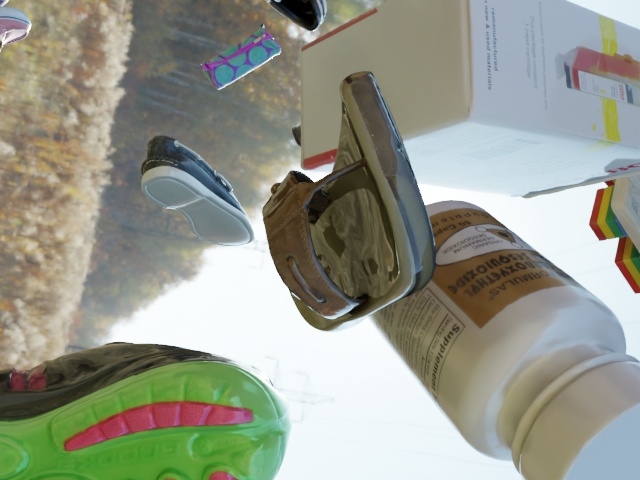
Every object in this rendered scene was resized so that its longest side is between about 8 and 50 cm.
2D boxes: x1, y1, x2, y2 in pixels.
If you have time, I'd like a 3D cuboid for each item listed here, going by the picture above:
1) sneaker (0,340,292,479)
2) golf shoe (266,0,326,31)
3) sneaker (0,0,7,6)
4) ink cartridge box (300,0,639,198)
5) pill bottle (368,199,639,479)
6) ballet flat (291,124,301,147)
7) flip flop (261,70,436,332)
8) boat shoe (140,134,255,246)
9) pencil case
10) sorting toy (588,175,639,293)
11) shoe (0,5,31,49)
[{"bbox_3d":[-0.260,0.194,0.701,0.202,0.483,0.185,-6,94,-83],"label":"sneaker"},{"bbox_3d":[-0.057,-0.326,0.877,0.067,0.186,0.086,-37,-144,25],"label":"golf shoe"},{"bbox_3d":[-0.506,-0.287,0.918,0.102,0.282,0.161,64,-1,-28],"label":"sneaker"},{"bbox_3d":[0.207,-0.162,0.892,0.279,0.385,0.160,-11,-102,53],"label":"ink cartridge box"},{"bbox_3d":[0.132,0.075,0.516,0.229,0.131,0.131,51,-52,52],"label":"pill bottle"},{"bbox_3d":[0.024,-0.216,1.244,0.173,0.049,0.057,-44,-150,-19],"label":"ballet flat"},{"bbox_3d":[0.000,0.000,0.473,0.277,0.080,0.112,122,-48,-67],"label":"flip flop"},{"bbox_3d":[-0.201,-0.079,1.295,0.302,0.114,0.091,52,29,-59],"label":"boat shoe"},{"bbox_3d":[-0.157,-0.357,1.449,0.064,0.152,0.070,55,-7,15],"label":"pencil case"},{"bbox_3d":[0.573,-0.057,1.329,0.089,0.257,0.255,-15,-143,44],"label":"sorting toy"},{"bbox_3d":[-0.423,-0.238,0.920,0.063,0.081,0.178,-29,-179,33],"label":"shoe"}]
